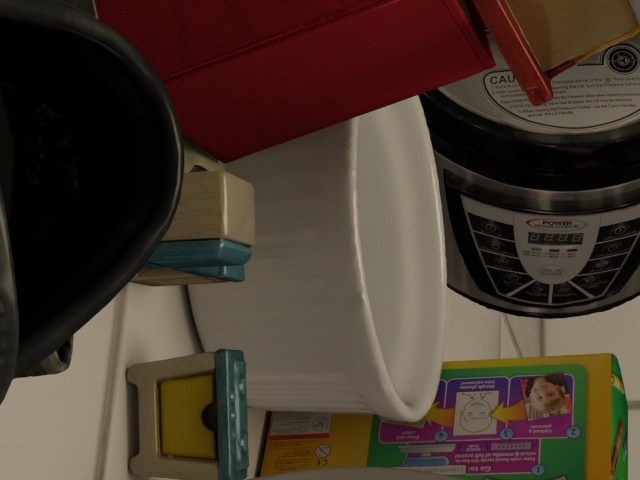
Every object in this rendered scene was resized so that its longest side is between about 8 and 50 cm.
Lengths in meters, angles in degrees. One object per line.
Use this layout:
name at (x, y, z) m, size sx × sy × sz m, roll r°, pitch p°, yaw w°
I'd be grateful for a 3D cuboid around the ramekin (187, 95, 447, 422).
ramekin at (0.000, 0.000, 1.138) m, size 0.277 × 0.135 × 0.277 m, roll -6°, pitch 90°, yaw -74°

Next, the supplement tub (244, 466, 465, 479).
supplement tub at (0.013, 0.323, 0.920) m, size 0.241 × 0.241 × 0.331 m, roll -29°, pitch 115°, yaw -74°

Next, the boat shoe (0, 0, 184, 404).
boat shoe at (-0.177, -0.005, 0.454) m, size 0.500 × 0.156 × 0.186 m, roll -31°, pitch 118°, yaw -72°

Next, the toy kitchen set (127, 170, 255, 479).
toy kitchen set at (-0.077, 0.058, 0.870) m, size 0.207 × 0.122 × 0.166 m, roll 20°, pitch 67°, yaw -74°

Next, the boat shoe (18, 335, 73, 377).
boat shoe at (-0.142, -0.039, 0.747) m, size 0.078 × 0.070 × 0.219 m, roll 42°, pitch 47°, yaw -70°

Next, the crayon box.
crayon box at (0.095, 0.181, 1.186) m, size 0.081 × 0.278 × 0.165 m, roll 70°, pitch 22°, yaw -45°

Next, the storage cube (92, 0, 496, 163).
storage cube at (-0.024, -0.176, 0.915) m, size 0.215 × 0.193 × 0.183 m, roll 27°, pitch 45°, yaw -72°

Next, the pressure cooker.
pressure cooker at (0.229, -0.162, 1.541) m, size 0.370 × 0.375 × 0.420 m, roll -40°, pitch 154°, yaw -19°

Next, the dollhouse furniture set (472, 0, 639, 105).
dollhouse furniture set at (0.124, -0.285, 0.837) m, size 0.374 × 0.201 × 0.152 m, roll 57°, pitch 17°, yaw -29°

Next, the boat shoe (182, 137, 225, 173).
boat shoe at (-0.097, -0.052, 0.979) m, size 0.049 × 0.043 × 0.137 m, roll 60°, pitch 15°, yaw -2°
